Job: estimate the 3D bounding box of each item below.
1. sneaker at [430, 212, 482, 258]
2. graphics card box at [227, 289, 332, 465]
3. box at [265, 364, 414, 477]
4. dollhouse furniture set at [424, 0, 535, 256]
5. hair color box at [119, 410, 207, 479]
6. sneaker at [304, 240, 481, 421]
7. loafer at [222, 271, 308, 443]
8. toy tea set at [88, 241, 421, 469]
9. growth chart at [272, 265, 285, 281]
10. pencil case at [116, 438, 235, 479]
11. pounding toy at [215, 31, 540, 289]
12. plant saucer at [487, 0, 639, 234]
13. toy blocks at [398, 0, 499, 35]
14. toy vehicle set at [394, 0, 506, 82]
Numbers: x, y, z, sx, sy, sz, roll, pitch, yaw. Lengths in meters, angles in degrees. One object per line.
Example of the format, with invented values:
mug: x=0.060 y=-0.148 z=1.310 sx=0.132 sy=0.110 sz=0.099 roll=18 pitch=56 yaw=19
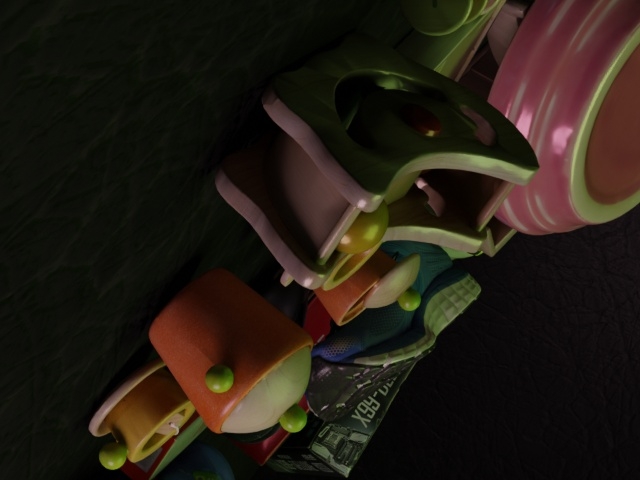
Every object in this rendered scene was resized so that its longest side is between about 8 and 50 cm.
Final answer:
sneaker: x=0.127 y=-0.049 z=1.701 sx=0.147 sy=0.145 sz=0.384 roll=-22 pitch=-176 yaw=15
graphics card box: x=-0.002 y=0.129 z=1.691 sx=0.233 sy=0.094 sz=0.371 roll=-51 pitch=177 yaw=7
box: x=0.037 y=0.188 z=1.966 sx=0.307 sy=0.076 sz=0.242 roll=-56 pitch=-163 yaw=-20
dollhouse furniture set: x=0.172 y=-0.216 z=1.346 sx=0.303 sy=0.173 sz=0.355 roll=-45 pitch=145 yaw=-17
hair color box: x=-0.132 y=0.164 z=1.287 sx=0.072 sy=0.043 sz=0.141 roll=-56 pitch=171 yaw=29
sneaker: x=0.044 y=0.067 z=1.383 sx=0.130 sy=0.147 sz=0.330 roll=-40 pitch=179 yaw=27
loafer: x=-0.057 y=0.123 z=1.393 sx=0.084 sy=0.096 sz=0.267 roll=-56 pitch=174 yaw=-32
toy tea set: x=-0.014 y=0.076 z=1.064 sx=0.336 sy=0.124 sz=0.200 roll=-34 pitch=164 yaw=-40
growth chart: x=0.000 y=0.000 z=1.425 sx=0.172 sy=0.021 sz=0.237 roll=-47 pitch=171 yaw=-33
pencil case: x=-0.132 y=0.283 z=1.240 sx=0.119 sy=0.133 sz=0.306 roll=-33 pitch=-164 yaw=3
pounding toy: x=0.033 y=-0.029 z=0.905 sx=0.155 sy=0.154 sz=0.269 roll=-56 pitch=172 yaw=30
plant saucer: x=0.287 y=-0.143 z=1.322 sx=0.332 sy=0.084 sz=0.332 roll=-32 pitch=140 yaw=-31
toy blocks: x=0.120 y=-0.210 z=0.978 sx=0.123 sy=0.054 sz=0.148 roll=-55 pitch=173 yaw=26
toy vehicle set: x=0.061 y=-0.113 z=1.171 sx=0.267 sy=0.035 sz=0.166 roll=-48 pitch=172 yaw=-33
